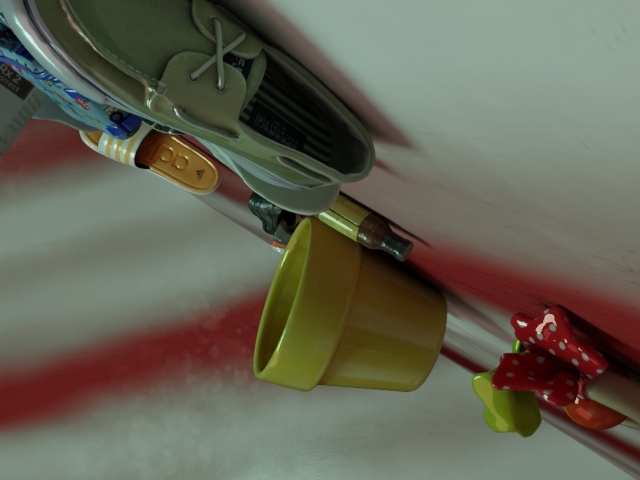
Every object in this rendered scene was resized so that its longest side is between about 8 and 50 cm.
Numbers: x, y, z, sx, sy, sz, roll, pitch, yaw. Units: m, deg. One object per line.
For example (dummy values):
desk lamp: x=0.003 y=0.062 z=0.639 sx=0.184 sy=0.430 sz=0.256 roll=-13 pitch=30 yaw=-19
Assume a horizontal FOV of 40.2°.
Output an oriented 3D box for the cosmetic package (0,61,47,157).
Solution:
cosmetic package: x=-0.360 y=-0.173 z=0.882 sx=0.151 sy=0.184 sz=0.151 roll=36 pitch=175 yaw=-14

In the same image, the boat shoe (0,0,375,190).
boat shoe: x=-0.076 y=-0.123 z=0.618 sx=0.094 sy=0.109 sz=0.302 roll=5 pitch=164 yaw=46

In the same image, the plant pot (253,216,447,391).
plant pot: x=0.050 y=0.119 z=1.324 sx=0.239 sy=0.254 sz=0.254 roll=19 pitch=178 yaw=-12

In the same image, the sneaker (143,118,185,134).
sneaker: x=-0.206 y=-0.184 z=1.076 sx=0.162 sy=0.063 sz=0.073 roll=36 pitch=-166 yaw=18

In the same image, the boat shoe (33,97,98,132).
boat shoe: x=-0.437 y=-0.272 z=1.298 sx=0.156 sy=0.136 sz=0.367 roll=36 pitch=-175 yaw=13

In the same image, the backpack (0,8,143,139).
backpack: x=-0.202 y=-0.180 z=0.684 sx=0.158 sy=0.117 sz=0.173 roll=29 pitch=170 yaw=38

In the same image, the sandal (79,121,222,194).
sandal: x=-0.293 y=-0.167 z=1.524 sx=0.265 sy=0.102 sz=0.076 roll=25 pitch=174 yaw=-3

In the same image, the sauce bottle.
sauce bottle: x=0.051 y=-0.016 z=1.043 sx=0.128 sy=0.042 sz=0.042 roll=33 pitch=175 yaw=21

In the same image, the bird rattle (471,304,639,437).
bird rattle: x=0.284 y=0.149 z=0.972 sx=0.207 sy=0.143 sz=0.253 roll=22 pitch=162 yaw=1

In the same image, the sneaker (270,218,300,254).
sneaker: x=0.000 y=0.000 z=1.441 sx=0.158 sy=0.065 sz=0.061 roll=10 pitch=-169 yaw=-12

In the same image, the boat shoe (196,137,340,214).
boat shoe: x=-0.068 y=-0.103 z=0.833 sx=0.227 sy=0.079 sz=0.081 roll=38 pitch=-177 yaw=14

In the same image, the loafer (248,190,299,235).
loafer: x=-0.066 y=-0.037 z=1.494 sx=0.061 sy=0.062 sz=0.170 roll=26 pitch=174 yaw=24
